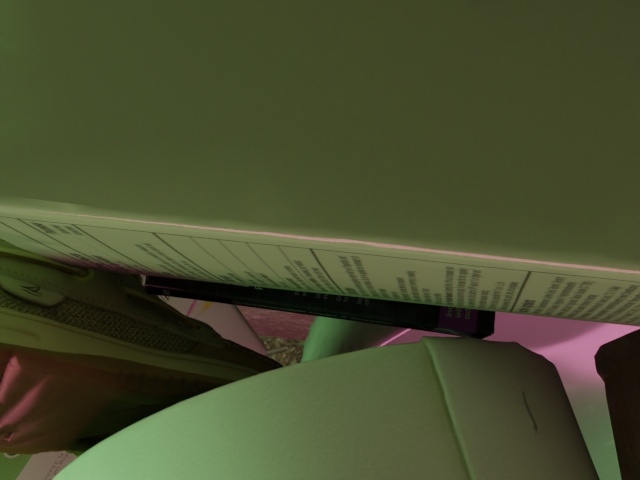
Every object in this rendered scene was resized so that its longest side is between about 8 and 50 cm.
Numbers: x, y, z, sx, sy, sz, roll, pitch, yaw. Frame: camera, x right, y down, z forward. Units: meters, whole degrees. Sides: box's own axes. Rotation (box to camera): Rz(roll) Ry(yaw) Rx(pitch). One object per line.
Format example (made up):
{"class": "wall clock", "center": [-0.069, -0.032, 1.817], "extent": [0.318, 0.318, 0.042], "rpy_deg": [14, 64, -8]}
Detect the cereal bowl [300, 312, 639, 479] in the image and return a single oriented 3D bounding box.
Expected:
{"class": "cereal bowl", "center": [0.148, 0.070, 0.747], "extent": [0.339, 0.141, 0.339], "rpy_deg": [-3, 140, -2]}

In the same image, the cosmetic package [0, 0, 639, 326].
{"class": "cosmetic package", "center": [0.039, -0.037, 0.431], "extent": [0.309, 0.113, 0.160], "rpy_deg": [7, 172, 6]}

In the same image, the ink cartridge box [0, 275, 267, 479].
{"class": "ink cartridge box", "center": [-0.159, 0.100, 0.820], "extent": [0.119, 0.207, 0.353], "rpy_deg": [23, 160, 25]}

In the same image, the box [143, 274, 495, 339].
{"class": "box", "center": [0.006, -0.022, 0.545], "extent": [0.162, 0.116, 0.029], "rpy_deg": [7, 169, -4]}

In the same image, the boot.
{"class": "boot", "center": [-0.122, 0.015, 0.600], "extent": [0.095, 0.203, 0.262], "rpy_deg": [-42, 142, 24]}

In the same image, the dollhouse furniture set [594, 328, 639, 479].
{"class": "dollhouse furniture set", "center": [0.348, 0.115, 0.493], "extent": [0.394, 0.256, 0.362], "rpy_deg": [-28, 128, 27]}

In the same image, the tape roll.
{"class": "tape roll", "center": [0.004, 0.155, 0.593], "extent": [0.286, 0.100, 0.286], "rpy_deg": [-13, 153, -7]}
